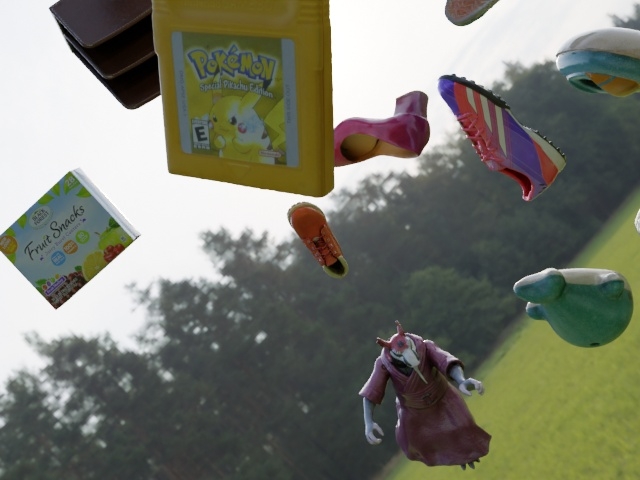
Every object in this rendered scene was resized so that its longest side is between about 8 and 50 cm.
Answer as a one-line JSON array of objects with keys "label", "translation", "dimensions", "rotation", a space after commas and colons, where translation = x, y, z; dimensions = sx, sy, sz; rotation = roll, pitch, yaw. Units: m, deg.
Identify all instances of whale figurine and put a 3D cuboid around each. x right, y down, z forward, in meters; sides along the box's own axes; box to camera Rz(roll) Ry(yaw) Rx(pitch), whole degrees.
[{"label": "whale figurine", "translation": [0.498, 0.131, 1.766], "dimensions": [0.272, 0.141, 0.216], "rotation": [17, -31, -42]}]

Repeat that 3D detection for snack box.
[{"label": "snack box", "translation": [-0.470, -0.004, 1.675], "dimensions": [0.207, 0.174, 0.070], "rotation": [-40, 6, 9]}]

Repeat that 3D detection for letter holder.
[{"label": "letter holder", "translation": [-0.321, -0.426, 1.736], "dimensions": [0.302, 0.214, 0.152], "rotation": [-40, -14, -12]}]

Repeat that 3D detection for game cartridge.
[{"label": "game cartridge", "translation": [-0.116, -0.235, 1.309], "dimensions": [0.053, 0.285, 0.323], "rotation": [-39, -47, -53]}]

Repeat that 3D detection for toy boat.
[{"label": "toy boat", "translation": [0.648, -0.324, 1.845], "dimensions": [0.267, 0.318, 0.148], "rotation": [-155, 83, -74]}]

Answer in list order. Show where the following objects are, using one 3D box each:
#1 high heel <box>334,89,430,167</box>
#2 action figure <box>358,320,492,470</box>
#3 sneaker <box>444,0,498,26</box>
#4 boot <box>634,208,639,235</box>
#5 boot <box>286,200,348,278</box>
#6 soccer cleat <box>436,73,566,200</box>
[{"label": "high heel", "translation": [0.081, -0.143, 1.447], "dimensions": [0.244, 0.082, 0.117], "rotation": [-21, 47, 40]}, {"label": "action figure", "translation": [0.210, 0.280, 1.773], "dimensions": [0.248, 0.370, 0.275], "rotation": [-15, 33, 15]}, {"label": "sneaker", "translation": [0.412, -0.587, 2.028], "dimensions": [0.302, 0.108, 0.121], "rotation": [-45, -28, 10]}, {"label": "boot", "translation": [0.729, -0.070, 1.908], "dimensions": [0.165, 0.077, 0.213], "rotation": [-66, -12, -59]}, {"label": "boot", "translation": [0.000, 0.000, 1.536], "dimensions": [0.059, 0.084, 0.158], "rotation": [-33, -49, 6]}, {"label": "soccer cleat", "translation": [0.348, -0.211, 1.820], "dimensions": [0.116, 0.318, 0.108], "rotation": [-54, 10, -5]}]
